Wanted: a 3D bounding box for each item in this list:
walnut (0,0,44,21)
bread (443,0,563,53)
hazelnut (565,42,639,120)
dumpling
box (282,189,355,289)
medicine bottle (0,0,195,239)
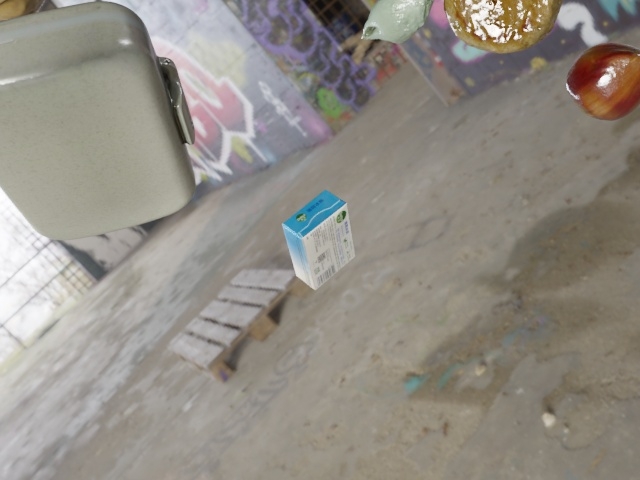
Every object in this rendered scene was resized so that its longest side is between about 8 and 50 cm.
[{"bbox_3d":[-0.828,-0.710,1.929,0.384,0.383,0.383,-39,14,11],"label":"walnut"},{"bbox_3d":[0.355,-0.472,1.524,0.230,0.230,0.123,-33,9,32],"label":"bread"},{"bbox_3d":[0.710,-0.393,1.918,0.208,0.208,0.208,-39,14,11],"label":"hazelnut"},{"bbox_3d":[0.185,-0.484,1.697,0.219,0.108,0.153,-21,-4,42],"label":"dumpling"},{"bbox_3d":[0.000,0.000,1.823,0.139,0.194,0.073,-40,54,-22],"label":"box"},{"bbox_3d":[-0.309,-0.136,1.034,0.283,0.122,0.375,-16,-28,-6],"label":"medicine bottle"}]
